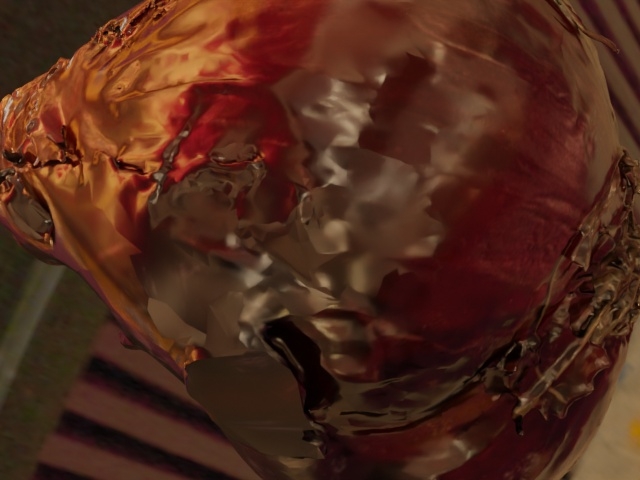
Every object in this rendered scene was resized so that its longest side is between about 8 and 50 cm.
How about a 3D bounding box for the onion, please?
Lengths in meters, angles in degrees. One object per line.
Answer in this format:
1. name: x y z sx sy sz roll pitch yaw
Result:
1. onion: 0.020 0.000 0.762 0.280 0.281 0.221 -7 42 19
